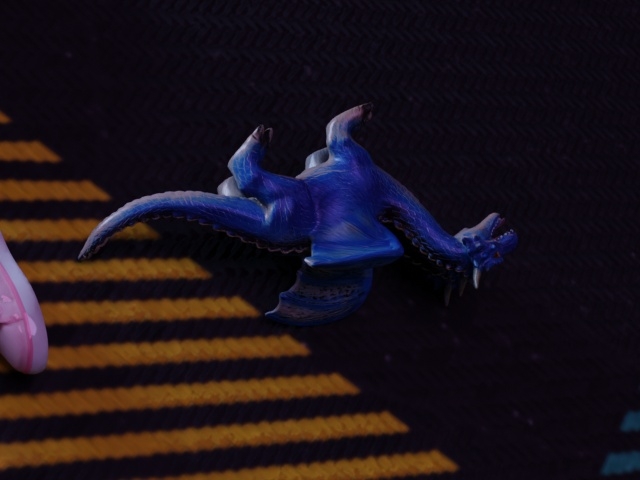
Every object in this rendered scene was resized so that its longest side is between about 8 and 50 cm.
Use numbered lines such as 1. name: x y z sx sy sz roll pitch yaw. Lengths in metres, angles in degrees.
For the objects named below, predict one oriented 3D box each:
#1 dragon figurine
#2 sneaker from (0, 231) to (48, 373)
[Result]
1. dragon figurine: 0.000 0.000 0.857 0.289 0.085 0.144 -16 69 -34
2. sneaker: -0.212 0.027 0.760 0.070 0.051 0.134 -17 67 -31
